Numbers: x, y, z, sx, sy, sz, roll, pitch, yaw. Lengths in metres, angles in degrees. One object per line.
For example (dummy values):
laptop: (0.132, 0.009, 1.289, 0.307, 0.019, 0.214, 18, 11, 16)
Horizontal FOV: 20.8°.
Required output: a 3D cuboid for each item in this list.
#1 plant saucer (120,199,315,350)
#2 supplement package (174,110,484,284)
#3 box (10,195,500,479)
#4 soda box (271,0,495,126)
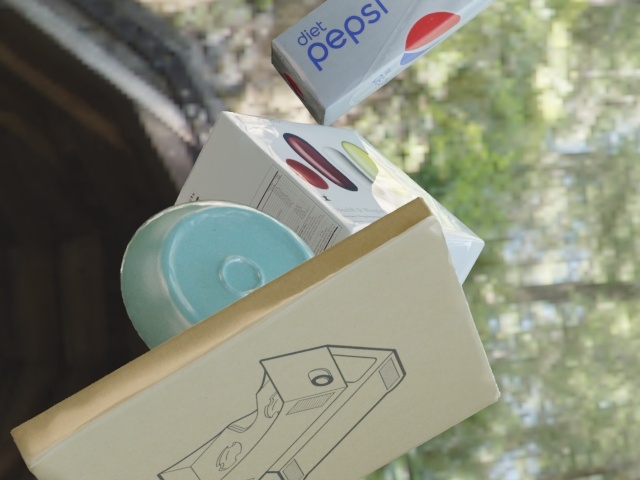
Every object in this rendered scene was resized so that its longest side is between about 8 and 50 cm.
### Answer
plant saucer: (-0.044, 0.023, 0.913, 0.021, 0.119, 0.119, -57, -135, 50)
supplement package: (0.000, 0.000, 1.631, 0.203, 0.194, 0.149, 43, -65, 35)
box: (-0.021, 0.078, 0.790, 0.021, 0.201, 0.164, 58, -5, 35)
soda box: (0.087, -0.245, 1.843, 0.098, 0.286, 0.091, 53, -7, 7)
